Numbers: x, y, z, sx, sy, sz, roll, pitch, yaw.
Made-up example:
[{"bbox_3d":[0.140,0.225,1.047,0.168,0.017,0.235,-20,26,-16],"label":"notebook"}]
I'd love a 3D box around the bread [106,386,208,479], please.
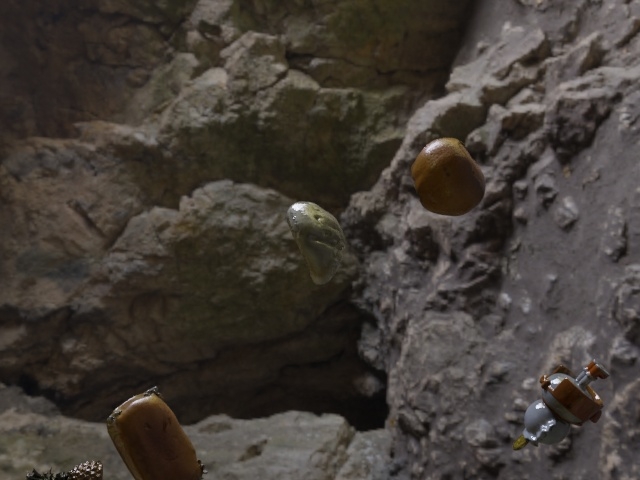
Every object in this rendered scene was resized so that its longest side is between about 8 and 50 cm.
[{"bbox_3d":[-0.374,0.468,1.476,0.107,0.136,0.241,-20,99,56],"label":"bread"}]

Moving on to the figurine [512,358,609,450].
[{"bbox_3d":[0.528,0.372,1.458,0.143,0.271,0.143,49,-163,-20],"label":"figurine"}]

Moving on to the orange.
[{"bbox_3d":[0.247,-0.121,1.272,0.157,0.134,0.156,60,-172,-15],"label":"orange"}]

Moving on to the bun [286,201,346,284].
[{"bbox_3d":[0.000,0.000,1.379,0.183,0.102,0.184,157,90,-88],"label":"bun"}]

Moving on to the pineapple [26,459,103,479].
[{"bbox_3d":[-0.414,0.386,1.043,0.058,0.124,0.058,-179,90,-71],"label":"pineapple"}]
